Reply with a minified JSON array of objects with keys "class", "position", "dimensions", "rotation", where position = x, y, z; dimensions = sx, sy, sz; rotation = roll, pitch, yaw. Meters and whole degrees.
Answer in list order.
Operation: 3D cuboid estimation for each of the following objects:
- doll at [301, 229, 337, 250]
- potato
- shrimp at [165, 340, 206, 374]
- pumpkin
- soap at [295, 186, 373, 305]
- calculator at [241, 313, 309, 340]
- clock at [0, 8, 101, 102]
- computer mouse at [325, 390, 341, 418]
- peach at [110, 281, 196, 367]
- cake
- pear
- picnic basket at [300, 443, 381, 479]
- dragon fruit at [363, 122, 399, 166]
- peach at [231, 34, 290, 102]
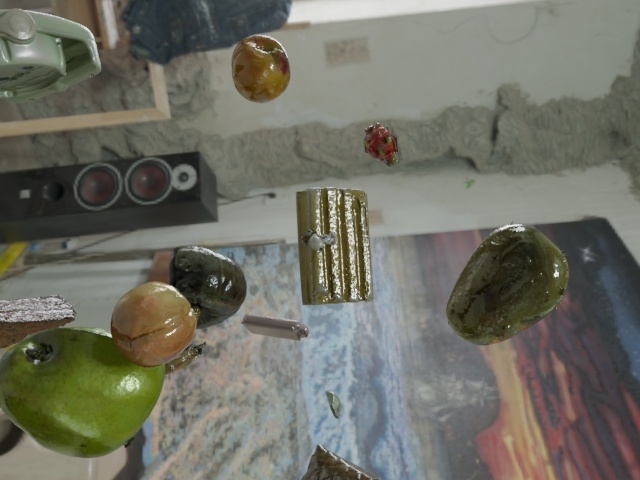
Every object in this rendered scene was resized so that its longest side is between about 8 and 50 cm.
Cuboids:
[{"class":"doll","position":[-0.002,-0.004,1.379],"dimensions":[0.085,0.058,0.040],"rotation":[-31,154,-53]},{"class":"potato","position":[0.507,0.135,1.688],"dimensions":[0.359,0.269,0.219],"rotation":[-54,144,-5]},{"class":"shrimp","position":[-0.414,0.326,1.794],"dimensions":[0.099,0.180,0.041],"rotation":[61,-30,22]},{"class":"pumpkin","position":[-0.344,0.164,1.911],"dimensions":[0.325,0.232,0.242],"rotation":[96,-3,-61]},{"class":"soap","position":[0.032,0.014,1.486],"dimensions":[0.089,0.173,0.274],"rotation":[-10,-98,61]},{"class":"calculator","position":[-0.114,0.216,1.543],"dimensions":[0.100,0.174,0.032],"rotation":[71,28,-64]},{"class":"clock","position":[-0.639,-0.367,1.255],"dimensions":[0.324,0.265,0.109],"rotation":[-19,96,-68]},{"class":"computer mouse","position":[0.043,0.472,1.796],"dimensions":[0.110,0.032,0.056],"rotation":[-115,-179,-70]},{"class":"peach","position":[-0.362,0.183,1.342],"dimensions":[0.184,0.184,0.184],"rotation":[-5,90,-87]},{"class":"cake","position":[-0.830,0.211,1.737],"dimensions":[0.295,0.116,0.113],"rotation":[-15,140,-50]},{"class":"pear","position":[-0.578,0.340,1.414],"dimensions":[0.318,0.342,0.239],"rotation":[44,35,-39]},{"class":"picnic basket","position":[0.059,0.723,1.533],"dimensions":[0.293,0.337,0.337],"rotation":[40,27,-27]},{"class":"dragon fruit","position":[0.158,-0.243,1.608],"dimensions":[0.116,0.086,0.081],"rotation":[60,43,-39]},{"class":"peach","position":[-0.126,-0.358,1.319],"dimensions":[0.138,0.138,0.138],"rotation":[-5,90,-87]}]
